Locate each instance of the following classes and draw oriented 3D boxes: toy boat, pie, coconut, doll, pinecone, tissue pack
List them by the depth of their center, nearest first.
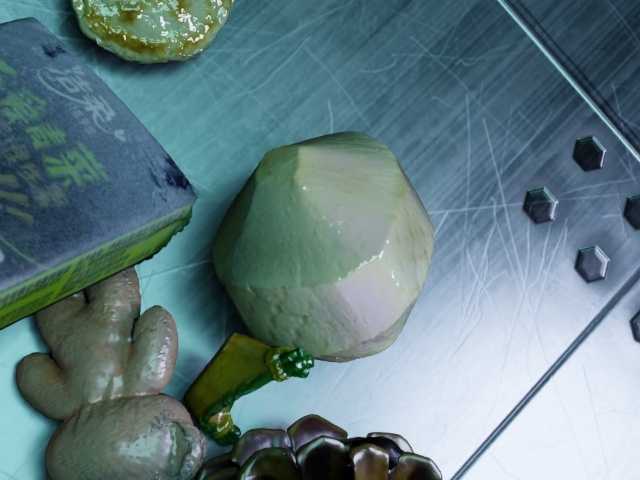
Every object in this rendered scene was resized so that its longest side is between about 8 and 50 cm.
[{"bbox_3d":[-0.339,-0.060,1.489,0.288,0.124,0.394,48,36,9],"label":"tissue pack"},{"bbox_3d":[0.031,0.347,1.555,0.384,0.384,0.385,3,81,-18],"label":"pinecone"},{"bbox_3d":[-0.085,0.157,1.624,0.088,0.229,0.089,37,53,-2],"label":"toy boat"},{"bbox_3d":[-0.219,0.148,1.638,0.201,0.156,0.303,-21,65,19],"label":"doll"},{"bbox_3d":[0.000,0.000,1.648,0.259,0.259,0.259,3,81,-18],"label":"coconut"},{"bbox_3d":[-0.191,-0.319,1.726,0.201,0.090,0.248,13,78,-27],"label":"pie"}]
